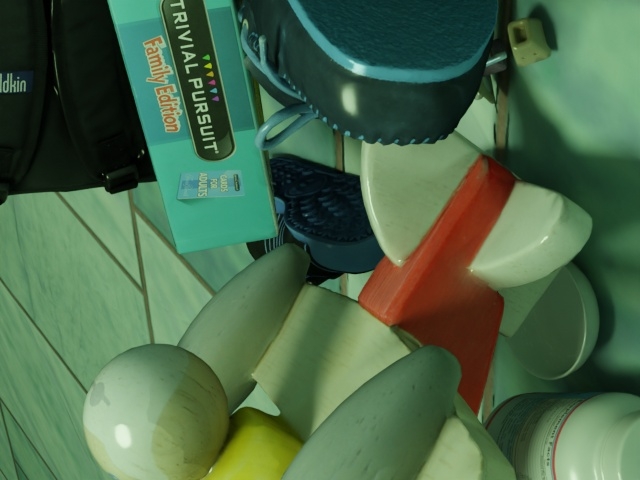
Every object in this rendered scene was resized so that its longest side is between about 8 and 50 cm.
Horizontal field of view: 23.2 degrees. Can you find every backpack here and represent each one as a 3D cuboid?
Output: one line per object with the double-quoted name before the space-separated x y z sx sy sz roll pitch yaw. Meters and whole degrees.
"backpack" -0.250 -0.239 1.294 0.273 0.290 0.356 -120 26 -51

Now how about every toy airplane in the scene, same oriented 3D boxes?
"toy airplane" -0.001 0.099 0.933 0.386 0.272 0.384 120 157 -50

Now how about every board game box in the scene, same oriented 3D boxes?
"board game box" -0.098 -0.196 1.059 0.336 0.079 0.254 81 179 -51

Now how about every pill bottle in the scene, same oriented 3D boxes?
"pill bottle" 0.171 0.139 0.985 0.160 0.087 0.087 -12 101 66

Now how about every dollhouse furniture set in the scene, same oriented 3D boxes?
"dollhouse furniture set" 0.097 -0.144 0.969 0.081 0.091 0.114 27 -130 -60

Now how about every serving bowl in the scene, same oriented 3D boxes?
"serving bowl" 0.151 0.046 1.001 0.083 0.027 0.083 16 110 54

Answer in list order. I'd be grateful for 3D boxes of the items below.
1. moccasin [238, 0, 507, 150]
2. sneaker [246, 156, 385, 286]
"moccasin" 0.021 -0.118 0.872 0.342 0.137 0.117 -99 21 -63
"sneaker" 0.000 0.000 1.233 0.232 0.081 0.090 32 144 62
